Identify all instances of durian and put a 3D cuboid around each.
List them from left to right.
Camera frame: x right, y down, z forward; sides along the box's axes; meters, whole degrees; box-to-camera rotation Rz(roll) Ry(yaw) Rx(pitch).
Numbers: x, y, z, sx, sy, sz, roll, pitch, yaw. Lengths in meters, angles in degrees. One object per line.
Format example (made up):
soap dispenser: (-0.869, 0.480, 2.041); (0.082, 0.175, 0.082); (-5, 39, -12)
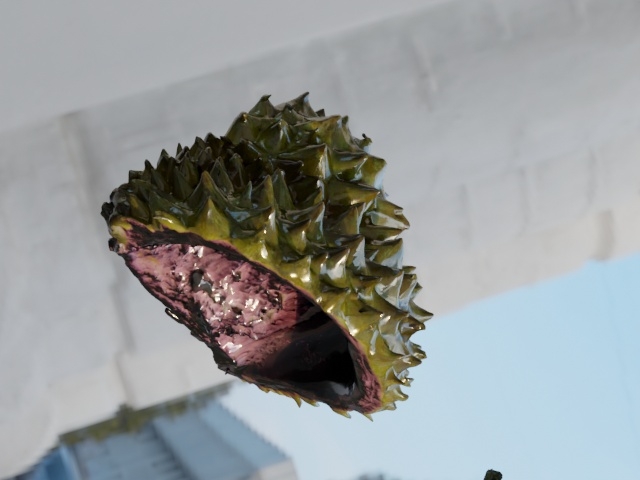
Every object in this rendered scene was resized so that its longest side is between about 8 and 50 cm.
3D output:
durian: (0.000, -0.003, 0.662); (0.119, 0.108, 0.187); (17, -21, 23)

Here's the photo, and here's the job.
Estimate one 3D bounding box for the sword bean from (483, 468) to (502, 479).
sword bean: (0.094, 0.147, 0.826); (0.012, 0.012, 0.083); (-121, -169, -53)
